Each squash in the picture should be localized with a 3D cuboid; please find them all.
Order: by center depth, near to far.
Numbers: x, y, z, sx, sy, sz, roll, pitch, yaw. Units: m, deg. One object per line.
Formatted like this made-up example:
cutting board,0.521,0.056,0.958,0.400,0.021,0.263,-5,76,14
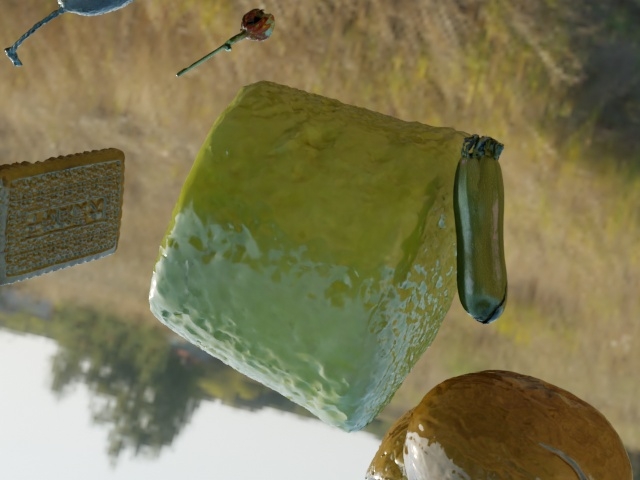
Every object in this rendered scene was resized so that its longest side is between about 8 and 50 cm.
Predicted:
squash,0.154,-0.011,1.369,0.052,0.183,0.052,-2,178,0

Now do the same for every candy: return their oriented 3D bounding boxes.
candy,-0.144,-0.295,2.146,0.055,0.184,0.049,12,133,60

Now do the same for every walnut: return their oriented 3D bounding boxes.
walnut,0.161,0.186,1.207,0.211,0.167,0.087,25,165,22

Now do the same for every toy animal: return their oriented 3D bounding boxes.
toy animal,-0.352,-0.333,2.026,0.079,0.253,0.070,54,-176,-35

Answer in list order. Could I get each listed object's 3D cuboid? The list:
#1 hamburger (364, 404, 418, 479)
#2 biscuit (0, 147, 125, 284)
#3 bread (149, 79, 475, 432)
hamburger,0.128,0.281,1.873,0.135,0.155,0.207,16,172,16
biscuit,-0.375,-0.038,2.030,0.029,0.172,0.254,19,-159,33
bread,0.000,0.000,1.544,0.307,0.348,0.348,27,178,11
